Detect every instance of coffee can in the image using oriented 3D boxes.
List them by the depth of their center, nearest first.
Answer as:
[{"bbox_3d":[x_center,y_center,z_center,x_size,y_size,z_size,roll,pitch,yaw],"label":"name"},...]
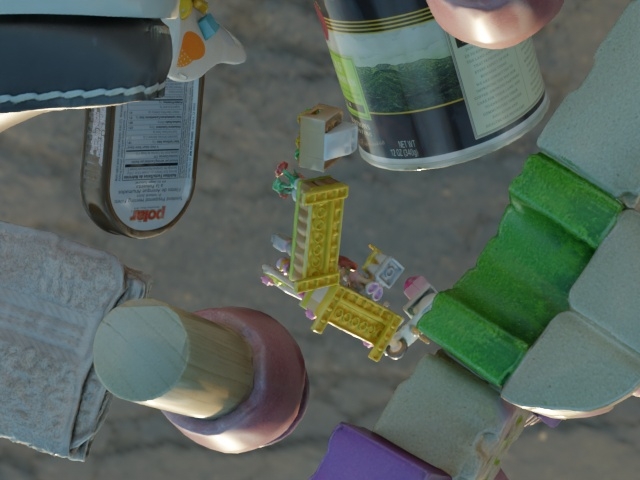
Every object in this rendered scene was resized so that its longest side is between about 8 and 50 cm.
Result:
[{"bbox_3d":[0.096,-0.235,1.839,0.202,0.201,0.275,-2,119,33],"label":"coffee can"}]

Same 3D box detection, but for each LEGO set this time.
[{"bbox_3d":[0.000,0.000,1.662,0.107,0.132,0.287,32,160,46],"label":"LEGO set"}]

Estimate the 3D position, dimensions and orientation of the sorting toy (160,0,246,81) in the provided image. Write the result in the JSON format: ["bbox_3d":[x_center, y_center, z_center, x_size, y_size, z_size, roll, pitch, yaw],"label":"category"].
[{"bbox_3d":[-0.079,-0.126,1.093,0.083,0.045,0.075,43,-164,33],"label":"sorting toy"}]

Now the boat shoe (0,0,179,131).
[{"bbox_3d":[-0.209,-0.045,0.739,0.324,0.096,0.116,-6,-179,7],"label":"boat shoe"}]

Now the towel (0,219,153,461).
[{"bbox_3d":[-0.298,0.076,1.679,0.282,0.187,0.049,13,168,23],"label":"towel"}]

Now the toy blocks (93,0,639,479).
[{"bbox_3d":[0.117,0.041,0.814,0.309,0.288,0.260,33,180,19],"label":"toy blocks"}]

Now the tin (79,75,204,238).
[{"bbox_3d":[-0.150,-0.094,1.593,0.106,0.189,0.040,-3,-167,-39],"label":"tin"}]

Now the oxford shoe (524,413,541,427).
[{"bbox_3d":[0.223,0.046,1.513,0.130,0.348,0.123,58,148,11],"label":"oxford shoe"}]
